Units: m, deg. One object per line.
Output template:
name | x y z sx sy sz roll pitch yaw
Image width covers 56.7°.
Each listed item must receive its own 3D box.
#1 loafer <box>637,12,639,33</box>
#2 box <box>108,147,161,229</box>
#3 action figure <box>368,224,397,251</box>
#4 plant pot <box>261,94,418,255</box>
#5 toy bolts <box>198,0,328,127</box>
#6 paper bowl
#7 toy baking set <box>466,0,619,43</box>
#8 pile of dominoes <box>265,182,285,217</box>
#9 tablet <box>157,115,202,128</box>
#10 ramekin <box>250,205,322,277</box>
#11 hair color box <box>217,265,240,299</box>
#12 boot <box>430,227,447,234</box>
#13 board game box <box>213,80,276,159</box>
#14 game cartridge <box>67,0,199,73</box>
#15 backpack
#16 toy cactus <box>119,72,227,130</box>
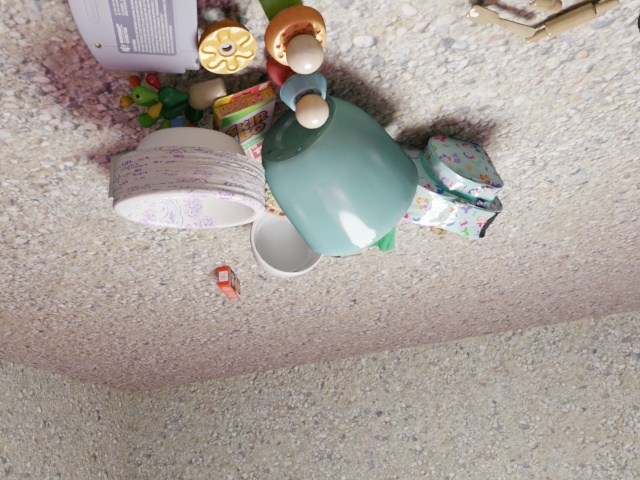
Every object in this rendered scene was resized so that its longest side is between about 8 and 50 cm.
loafer | 0.605 -0.427 0.991 0.078 0.080 0.220 -17 159 2
box | -0.362 -0.127 1.381 0.181 0.119 0.181 -12 154 13
action figure | 0.154 -0.061 1.531 0.137 0.063 0.232 5 146 -8
plant pot | 0.017 -0.154 1.225 0.293 0.293 0.235 -20 132 29
toy bolts | -0.072 -0.284 1.013 0.218 0.158 0.228 -25 153 9
paper bowl | -0.248 -0.120 1.141 0.284 0.148 0.284 -1 170 0
toy baking set | 0.390 -0.419 1.015 0.256 0.030 0.196 -21 148 30
pile of dominoes | -0.043 -0.121 1.486 0.196 0.040 0.251 0 142 -6
tablet | -0.300 -0.248 1.268 0.083 0.006 0.054 -7 155 7
ramekin | -0.095 0.005 1.626 0.207 0.207 0.109 1 163 -14
hair color box | -0.312 0.147 2.034 0.043 0.072 0.141 -7 156 5
boot | 0.213 -0.087 1.627 0.269 0.089 0.236 -7 142 3
board game box | -0.162 -0.227 1.228 0.124 0.039 0.259 -26 164 -19
game cartridge | -0.292 -0.381 0.932 0.196 0.060 0.294 -3 155 -12
backpack | 0.283 -0.130 1.385 0.253 0.225 0.191 6 131 -13
toy cactus | -0.264 -0.264 1.128 0.180 0.112 0.219 -20 159 12
